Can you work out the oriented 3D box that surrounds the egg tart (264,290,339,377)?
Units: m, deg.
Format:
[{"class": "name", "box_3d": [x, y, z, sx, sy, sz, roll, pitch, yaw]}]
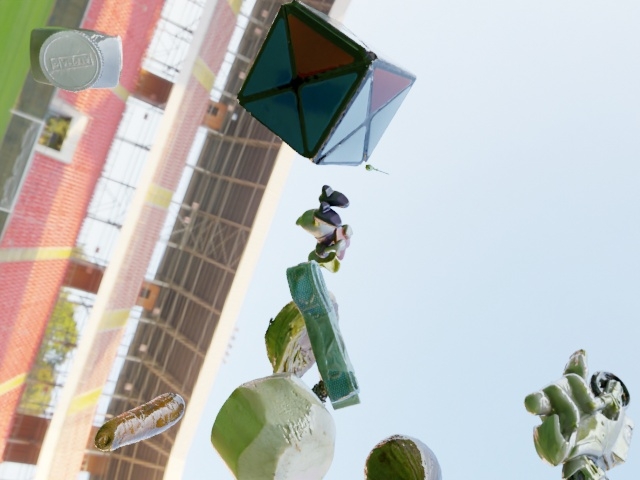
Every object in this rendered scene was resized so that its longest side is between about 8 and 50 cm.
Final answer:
[{"class": "egg tart", "box_3d": [-0.059, 0.254, 1.598, 0.115, 0.290, 0.290, 29, -79, 23]}]

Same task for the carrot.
[{"class": "carrot", "box_3d": [-0.299, 0.305, 0.991, 0.060, 0.186, 0.060, 3, -83, 27]}]

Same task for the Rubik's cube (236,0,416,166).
[{"class": "Rubik's cube", "box_3d": [0.017, -0.323, 1.262, 0.246, 0.250, 0.248, 42, -66, 20]}]

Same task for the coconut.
[{"class": "coconut", "box_3d": [-0.093, 0.367, 1.142, 0.241, 0.241, 0.241, -39, -140, 44]}]

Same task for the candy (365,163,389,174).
[{"class": "candy", "box_3d": [0.186, -0.229, 1.936, 0.025, 0.083, 0.023, 111, -2, -56]}]

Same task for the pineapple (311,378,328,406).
[{"class": "pineapple", "box_3d": [-0.002, 0.398, 1.547, 0.159, 0.074, 0.074, -35, -148, 0]}]

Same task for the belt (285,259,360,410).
[{"class": "belt", "box_3d": [0.007, 0.188, 1.170, 0.087, 0.072, 0.303, -39, 110, -85]}]

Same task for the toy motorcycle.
[{"class": "toy motorcycle", "box_3d": [0.514, 0.357, 1.190, 0.341, 0.223, 0.108, -46, 170, -42]}]

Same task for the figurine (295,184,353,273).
[{"class": "figurine", "box_3d": [0.004, -0.002, 2.038, 0.421, 0.193, 0.154, 86, 23, -47]}]

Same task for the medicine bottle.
[{"class": "medicine bottle", "box_3d": [-0.387, -0.292, 0.944, 0.188, 0.131, 0.088, -127, -139, -65]}]

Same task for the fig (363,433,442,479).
[{"class": "fig", "box_3d": [0.226, 0.631, 1.512, 0.321, 0.216, 0.217, 167, -59, -83]}]
